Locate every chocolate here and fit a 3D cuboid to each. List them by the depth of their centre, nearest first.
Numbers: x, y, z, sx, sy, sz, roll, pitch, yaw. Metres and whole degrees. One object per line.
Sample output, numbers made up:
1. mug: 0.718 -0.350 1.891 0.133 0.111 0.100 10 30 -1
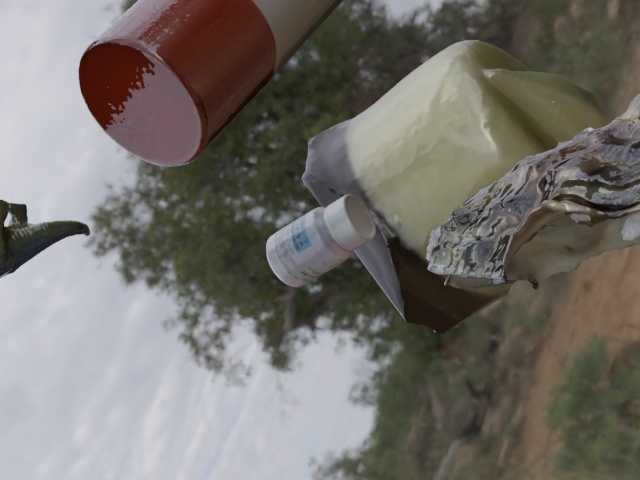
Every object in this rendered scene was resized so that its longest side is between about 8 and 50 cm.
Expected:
1. chocolate: 0.196 -0.104 1.436 0.326 0.314 0.297 -21 -20 -48

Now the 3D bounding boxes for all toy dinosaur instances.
1. toy dinosaur: -0.358 0.046 1.166 0.075 0.248 0.188 7 92 56

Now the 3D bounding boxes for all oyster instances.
1. oyster: 0.191 -0.034 0.660 0.100 0.271 0.275 66 165 -2

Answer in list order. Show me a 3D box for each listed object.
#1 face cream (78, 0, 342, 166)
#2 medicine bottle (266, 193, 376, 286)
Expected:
1. face cream: -0.059 -0.147 0.737 0.214 0.096 0.095 -54 -16 -39
2. medicine bottle: 0.000 0.000 0.961 0.089 0.052 0.052 -31 16 27
